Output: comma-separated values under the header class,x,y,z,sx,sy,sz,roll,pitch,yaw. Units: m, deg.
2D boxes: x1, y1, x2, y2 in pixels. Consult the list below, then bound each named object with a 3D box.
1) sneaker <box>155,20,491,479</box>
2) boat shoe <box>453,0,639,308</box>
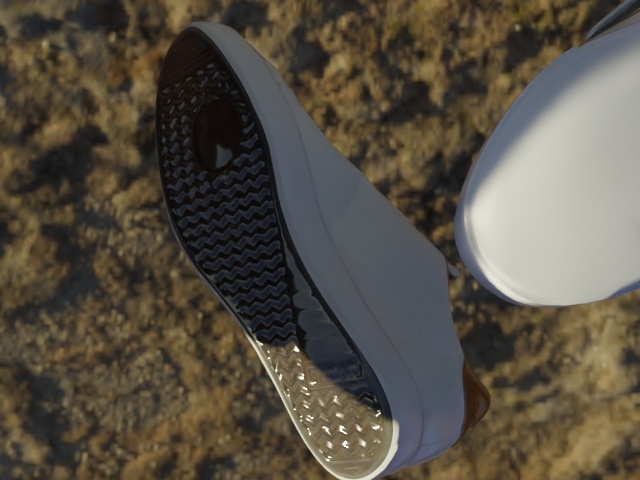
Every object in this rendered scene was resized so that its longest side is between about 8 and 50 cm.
class,x,y,z,sx,sy,sz,roll,pitch,yaw
sneaker,0.000,0.000,0.795,0.123,0.290,0.106,-8,155,-45
boat shoe,0.170,-0.075,0.651,0.108,0.301,0.102,46,163,-3
